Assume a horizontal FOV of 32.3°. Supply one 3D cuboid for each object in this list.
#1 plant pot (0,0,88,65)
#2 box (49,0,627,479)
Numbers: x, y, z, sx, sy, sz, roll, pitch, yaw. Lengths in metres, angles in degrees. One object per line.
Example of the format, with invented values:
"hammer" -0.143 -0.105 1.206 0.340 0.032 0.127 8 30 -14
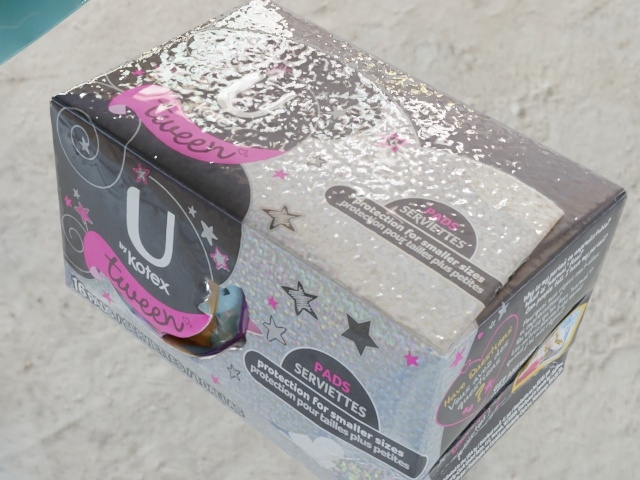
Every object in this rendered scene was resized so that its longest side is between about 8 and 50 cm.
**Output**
"plant pot" -0.195 -0.192 0.399 0.293 0.293 0.235 -37 94 2
"box" 0.000 0.000 0.580 0.247 0.142 0.163 32 47 26
